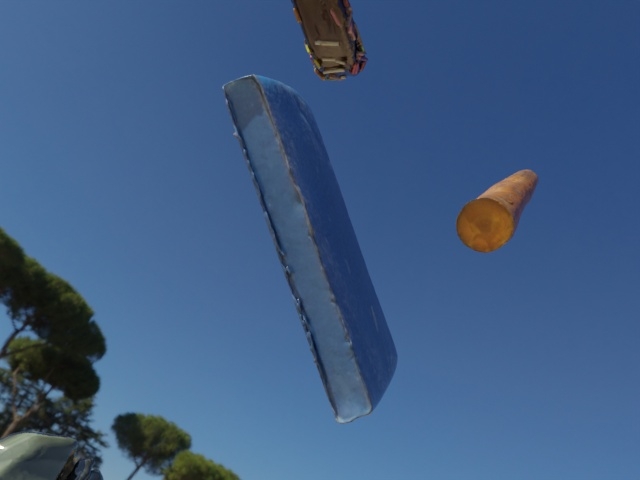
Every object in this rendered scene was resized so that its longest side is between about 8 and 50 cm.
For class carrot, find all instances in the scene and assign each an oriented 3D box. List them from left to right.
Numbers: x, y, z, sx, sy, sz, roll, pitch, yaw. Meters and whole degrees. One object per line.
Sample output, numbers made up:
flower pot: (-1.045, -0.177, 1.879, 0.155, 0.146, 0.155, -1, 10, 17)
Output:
carrot: (0.219, -0.049, 0.639, 0.057, 0.224, 0.057, 13, -65, 29)

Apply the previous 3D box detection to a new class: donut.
donut: (0.004, -0.406, 0.982, 0.103, 0.270, 0.270, -19, -48, 9)

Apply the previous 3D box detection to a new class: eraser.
eraser: (0.000, 0.000, 0.540, 0.042, 0.144, 0.312, -19, -90, 18)

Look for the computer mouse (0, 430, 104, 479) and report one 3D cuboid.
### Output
computer mouse: (-0.387, 0.380, 0.534, 0.145, 0.429, 0.228, -4, -59, 30)
